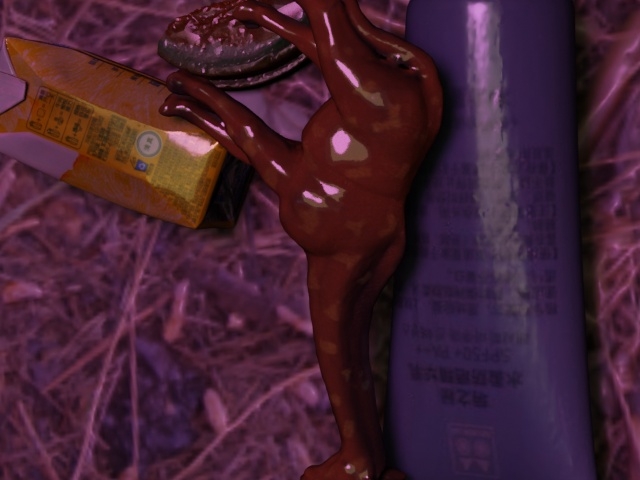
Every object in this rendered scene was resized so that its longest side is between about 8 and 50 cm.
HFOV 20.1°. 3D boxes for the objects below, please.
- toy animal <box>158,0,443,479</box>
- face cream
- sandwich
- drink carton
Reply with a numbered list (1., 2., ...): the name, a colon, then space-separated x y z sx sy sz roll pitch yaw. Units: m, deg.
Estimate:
1. toy animal: 0.000 0.000 0.926 0.230 0.066 0.224 44 114 7
2. face cream: 0.088 -0.025 0.949 0.136 0.086 0.385 2 94 31
3. sandwich: -0.025 -0.130 1.013 0.135 0.029 0.067 -42 78 12
4. drink carton: -0.137 -0.070 1.021 0.200 0.084 0.074 23 99 13
